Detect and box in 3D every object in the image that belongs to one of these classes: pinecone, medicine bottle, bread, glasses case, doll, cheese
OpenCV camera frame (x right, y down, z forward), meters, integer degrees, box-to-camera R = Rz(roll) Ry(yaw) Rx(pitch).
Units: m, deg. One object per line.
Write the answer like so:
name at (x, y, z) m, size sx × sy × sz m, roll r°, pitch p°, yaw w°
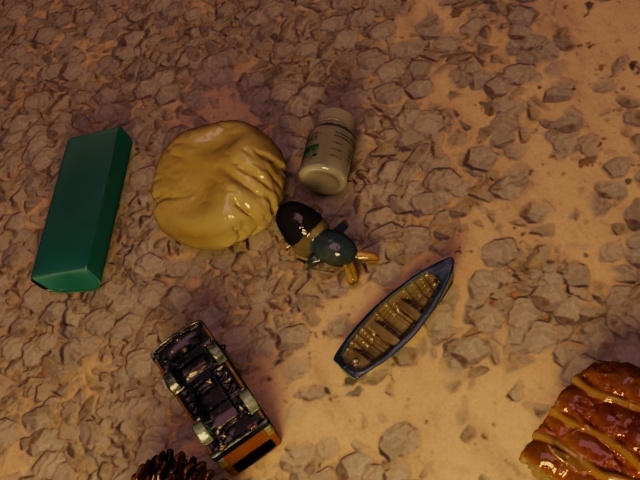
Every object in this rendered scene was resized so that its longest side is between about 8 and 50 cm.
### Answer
pinecone at (-0.173, 0.366, 1.457) m, size 0.165 × 0.163 × 0.163 m, roll 18°, pitch 63°, yaw 15°
medicine bottle at (0.015, -0.146, 1.801) m, size 0.080 × 0.080 × 0.130 m, roll -1°, pitch 56°, yaw 20°
bread at (0.405, 0.271, 1.339) m, size 0.275 × 0.114 × 0.185 m, roll 29°, pitch 69°, yaw 36°
glasses case at (-0.400, -0.052, 1.899) m, size 0.117 × 0.070 × 0.301 m, roll -9°, pitch 55°, yaw 22°
doll at (0.000, 0.000, 1.706) m, size 0.179 × 0.089 × 0.102 m, roll 40°, pitch 75°, yaw 13°
cheese at (-0.169, -0.085, 1.810) m, size 0.226 × 0.117 × 0.214 m, roll -6°, pitch 58°, yaw 23°

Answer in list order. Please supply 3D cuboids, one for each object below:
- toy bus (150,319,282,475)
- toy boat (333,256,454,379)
toy bus at (-0.146, 0.221, 1.573) m, size 0.098 × 0.114 × 0.201 m, roll -35°, pitch 57°, yaw -5°
toy boat at (0.116, 0.112, 1.600) m, size 0.229 × 0.046 × 0.080 m, roll -44°, pitch 52°, yaw -14°
